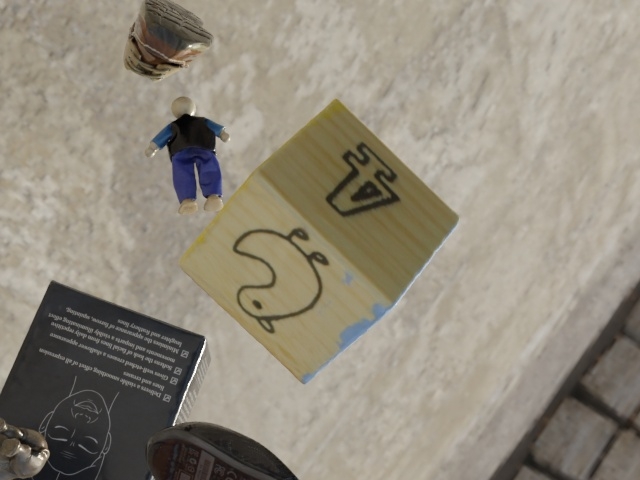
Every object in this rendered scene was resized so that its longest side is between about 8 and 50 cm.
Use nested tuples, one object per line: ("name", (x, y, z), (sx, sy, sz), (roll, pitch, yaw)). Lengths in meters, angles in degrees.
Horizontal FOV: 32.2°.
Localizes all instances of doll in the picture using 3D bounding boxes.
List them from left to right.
("doll", (-0.195, -0.133, 1.641), (0.129, 0.189, 0.046), (-8, 156, -7))

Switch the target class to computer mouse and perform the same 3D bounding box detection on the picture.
("computer mouse", (-0.095, 0.315, 1.424), (0.072, 0.272, 0.188), (-50, 165, -55))

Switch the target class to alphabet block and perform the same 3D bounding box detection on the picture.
("alphabet block", (0.000, 0.000, 1.213), (0.192, 0.197, 0.193), (-46, -179, 43))

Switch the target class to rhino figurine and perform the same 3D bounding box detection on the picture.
("rhino figurine", (-0.487, 0.306, 1.538), (0.106, 0.243, 0.073), (46, 34, -54))

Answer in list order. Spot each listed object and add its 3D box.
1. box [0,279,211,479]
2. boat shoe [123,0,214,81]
("box", (-0.397, 0.316, 1.930), (0.212, 0.293, 0.395), (101, 10, -74))
("boat shoe", (-0.244, -0.301, 1.721), (0.120, 0.122, 0.324), (-57, -169, 10))
